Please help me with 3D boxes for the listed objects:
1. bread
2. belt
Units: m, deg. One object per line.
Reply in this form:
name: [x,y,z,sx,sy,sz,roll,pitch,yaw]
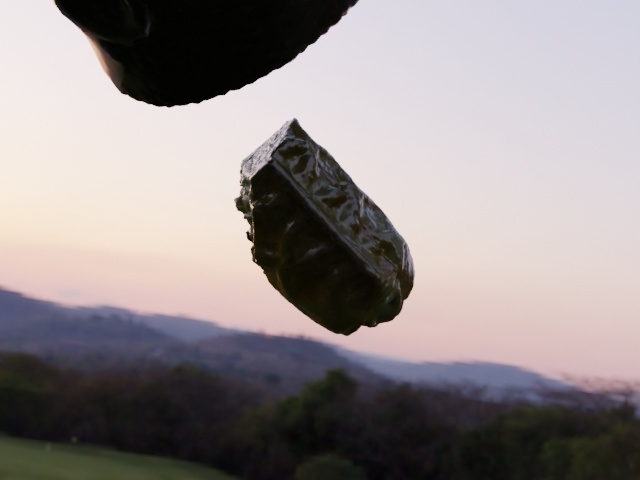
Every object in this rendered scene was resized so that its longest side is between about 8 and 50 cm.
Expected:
bread: [0.000,0.000,0.639,0.110,0.066,0.060,48,-22,-11]
belt: [-0.041,-0.206,0.563,0.184,0.289,0.164,3,-39,31]
